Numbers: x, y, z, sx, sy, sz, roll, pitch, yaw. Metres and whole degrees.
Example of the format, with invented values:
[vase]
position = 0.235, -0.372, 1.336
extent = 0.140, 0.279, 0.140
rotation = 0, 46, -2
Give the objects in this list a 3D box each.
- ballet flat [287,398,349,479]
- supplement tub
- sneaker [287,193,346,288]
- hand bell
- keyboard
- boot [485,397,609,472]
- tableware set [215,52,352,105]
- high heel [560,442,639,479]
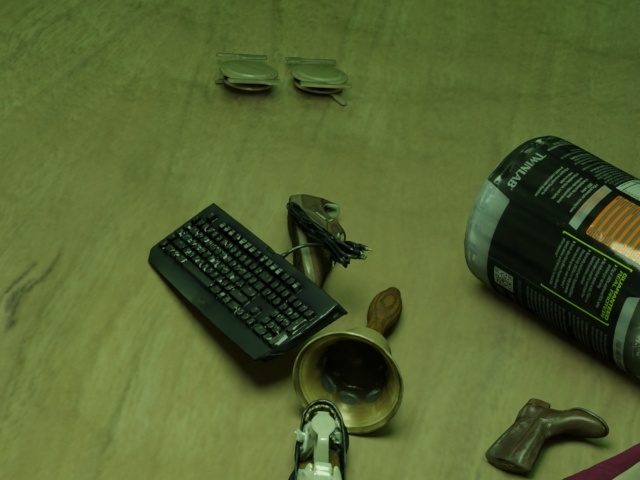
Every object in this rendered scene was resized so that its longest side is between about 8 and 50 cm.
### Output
[ballet flat]
position = -0.002, 0.243, 1.597
extent = 0.074, 0.074, 0.203
rotation = 5, 37, 0
[supplement tub]
position = 0.355, 0.031, 1.804
extent = 0.207, 0.207, 0.338
rotation = -29, 48, -36
[sneaker]
position = 0.000, 0.000, 1.923
extent = 0.071, 0.066, 0.188
rotation = 0, 38, -8
[hand bell]
position = 0.059, 0.113, 1.775
extent = 0.126, 0.126, 0.242
rotation = 12, 25, 10
[keyboard]
position = -0.067, 0.024, 1.824
extent = 0.201, 0.033, 0.317
rotation = -32, 37, -16
[boot]
position = 0.250, 0.225, 1.675
extent = 0.106, 0.037, 0.114
rotation = 11, 32, 30
[tableware set]
position = -0.055, -0.236, 2.257
extent = 0.194, 0.039, 0.128
rotation = 2, 25, -13
[high heel]
position = 0.266, 0.305, 1.565
extent = 0.377, 0.181, 0.127
rotation = -22, 71, -8
